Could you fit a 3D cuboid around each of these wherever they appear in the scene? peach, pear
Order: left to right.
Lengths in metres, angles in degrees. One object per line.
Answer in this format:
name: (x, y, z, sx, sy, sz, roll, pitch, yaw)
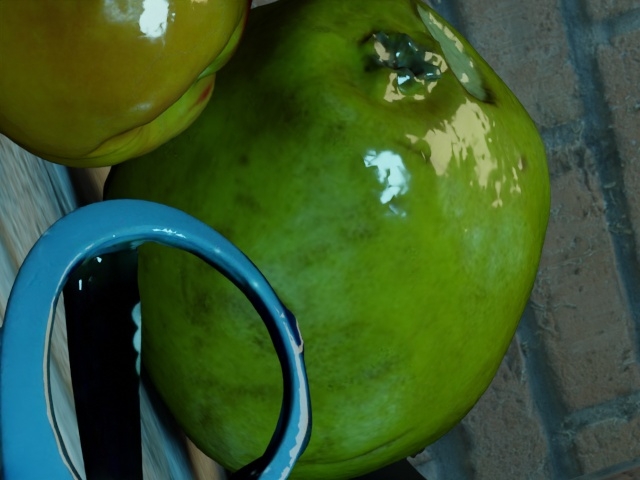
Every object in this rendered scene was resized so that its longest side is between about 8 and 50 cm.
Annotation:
peach: (-0.092, -0.099, 0.610, 0.138, 0.138, 0.138, 162, -90, -90)
pear: (0.000, 0.000, 0.891, 0.321, 0.269, 0.269, 111, -36, -60)

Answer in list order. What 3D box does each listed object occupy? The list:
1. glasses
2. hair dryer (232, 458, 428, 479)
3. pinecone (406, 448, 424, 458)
glasses: (-0.031, 0.112, 0.494, 0.207, 0.102, 0.239, 72, -1, -79)
hair dryer: (0.045, 0.303, 1.125, 0.303, 0.120, 0.360, 18, -63, 54)
pinecone: (0.031, 0.138, 1.598, 0.243, 0.243, 0.257, 72, 25, -65)
